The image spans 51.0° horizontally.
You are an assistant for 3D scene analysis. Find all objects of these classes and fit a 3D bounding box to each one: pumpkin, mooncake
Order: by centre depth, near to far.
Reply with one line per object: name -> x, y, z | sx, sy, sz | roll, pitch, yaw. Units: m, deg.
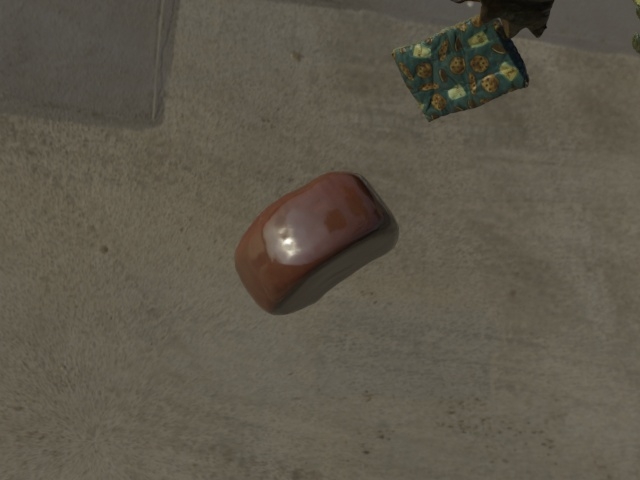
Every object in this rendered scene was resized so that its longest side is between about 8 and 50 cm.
pumpkin -> 0.273, -0.424, 0.950 | 0.130, 0.149, 0.254 | -9, 93, -11
mooncake -> 0.000, 0.000, 1.358 | 0.334, 0.326, 0.174 | -16, 64, -48

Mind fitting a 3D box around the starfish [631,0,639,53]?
starfish -> 0.672, -0.377, 1.280 | 0.358, 0.078, 0.347 | 24, 41, -29

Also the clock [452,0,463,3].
clock -> 0.207, -0.436, 1.083 | 0.153, 0.050, 0.110 | 14, 57, -39

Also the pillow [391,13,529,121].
pillow -> 0.291, -0.360, 1.411 | 0.189, 0.255, 0.034 | 55, 44, -24
